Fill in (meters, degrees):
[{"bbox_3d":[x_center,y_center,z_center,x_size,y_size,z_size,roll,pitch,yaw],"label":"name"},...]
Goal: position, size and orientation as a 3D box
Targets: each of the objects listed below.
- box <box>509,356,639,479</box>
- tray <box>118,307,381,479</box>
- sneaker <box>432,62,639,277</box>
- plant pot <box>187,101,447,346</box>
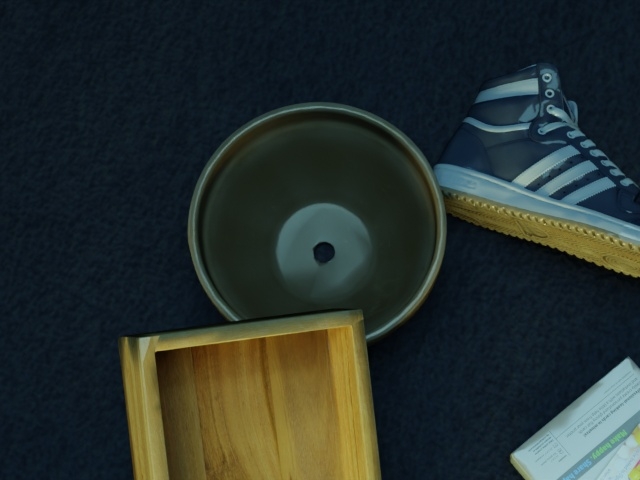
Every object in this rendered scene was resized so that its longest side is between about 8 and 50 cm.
[{"bbox_3d":[0.286,0.222,1.709,0.145,0.038,0.186,-38,76,-6],"label":"box"},{"bbox_3d":[-0.047,0.274,1.607,0.202,0.076,0.411,-6,90,-22],"label":"tray"},{"bbox_3d":[0.246,-0.067,1.740,0.282,0.099,0.153,19,75,25],"label":"sneaker"},{"bbox_3d":[0.000,0.000,1.752,0.237,0.110,0.237,-1,73,4],"label":"plant pot"}]
